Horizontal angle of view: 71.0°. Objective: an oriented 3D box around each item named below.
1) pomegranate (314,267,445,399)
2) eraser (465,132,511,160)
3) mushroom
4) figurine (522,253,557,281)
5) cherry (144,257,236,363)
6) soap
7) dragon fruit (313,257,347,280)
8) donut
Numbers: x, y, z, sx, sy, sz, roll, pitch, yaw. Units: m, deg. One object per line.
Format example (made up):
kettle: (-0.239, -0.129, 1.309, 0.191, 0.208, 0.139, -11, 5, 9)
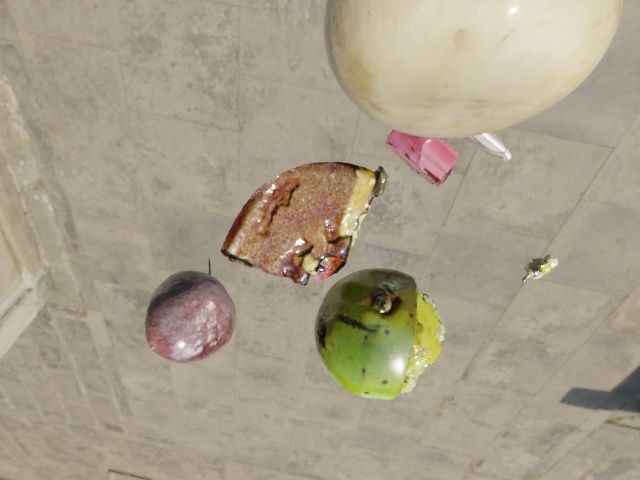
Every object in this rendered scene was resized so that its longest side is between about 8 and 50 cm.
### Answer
pomegranate: (0.105, 0.204, 0.927, 0.260, 0.260, 0.341, 17, 137, -4)
eraser: (0.494, -0.352, 1.447, 0.204, 0.243, 0.059, 32, 107, -17)
mushroom: (0.184, -0.302, 0.597, 0.362, 0.295, 0.362, 2, 172, 0)
figurine: (0.519, 0.070, 1.063, 0.047, 0.050, 0.083, 45, 134, 5)
cherry: (-0.302, 0.178, 1.061, 0.183, 0.266, 0.213, -31, 102, 35)
soap: (0.287, -0.256, 1.284, 0.289, 0.182, 0.112, 24, 104, -47)
dragon fruit: (0.000, 0.000, 0.865, 0.147, 0.102, 0.096, 50, 145, -2)
donut: (-0.016, -0.031, 0.579, 0.144, 0.126, 0.187, 30, 93, 6)
